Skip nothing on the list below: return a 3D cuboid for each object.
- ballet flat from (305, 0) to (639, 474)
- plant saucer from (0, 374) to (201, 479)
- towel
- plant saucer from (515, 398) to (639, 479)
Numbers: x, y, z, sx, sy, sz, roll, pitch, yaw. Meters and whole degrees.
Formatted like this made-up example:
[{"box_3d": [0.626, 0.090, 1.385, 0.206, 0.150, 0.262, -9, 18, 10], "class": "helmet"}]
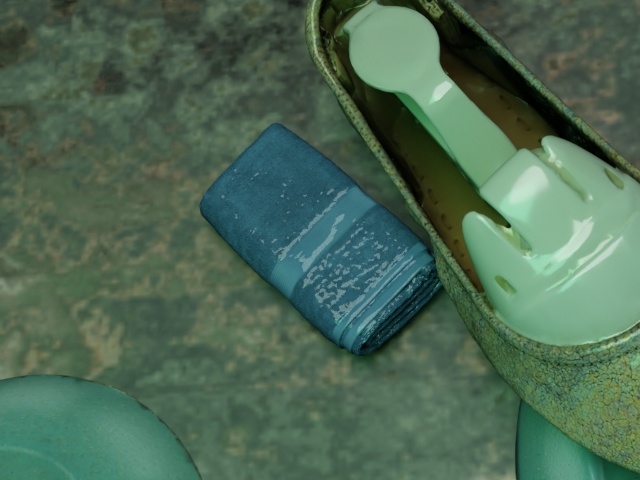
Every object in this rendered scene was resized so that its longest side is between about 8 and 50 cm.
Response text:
[{"box_3d": [0.080, -0.021, 0.738, 0.107, 0.106, 0.316, -41, 51, 0], "class": "ballet flat"}, {"box_3d": [-0.147, 0.148, 0.786, 0.195, 0.037, 0.195, -5, 65, 12], "class": "plant saucer"}, {"box_3d": [0.000, 0.000, 0.823, 0.067, 0.029, 0.119, -43, 65, -8], "class": "towel"}, {"box_3d": [0.240, 0.086, 0.722, 0.318, 0.043, 0.317, -5, 66, 11], "class": "plant saucer"}]
